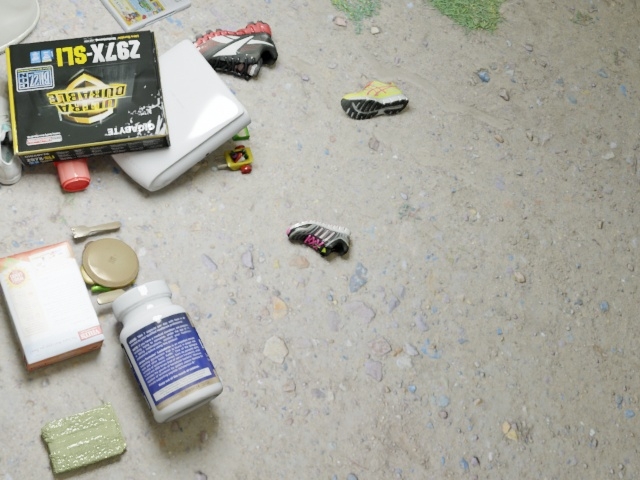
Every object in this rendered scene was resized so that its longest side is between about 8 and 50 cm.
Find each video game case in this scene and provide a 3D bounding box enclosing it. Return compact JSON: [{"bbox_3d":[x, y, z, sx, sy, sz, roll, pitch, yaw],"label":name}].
[{"bbox_3d":[-0.483,-0.661,2.036,0.206,0.026,0.227,-36,85,-32],"label":"video game case"}]

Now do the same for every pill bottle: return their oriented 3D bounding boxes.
[{"bbox_3d":[-0.321,0.226,1.617,0.153,0.153,0.265,-21,77,-29],"label":"pill bottle"}]

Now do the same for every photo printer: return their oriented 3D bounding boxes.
[{"bbox_3d":[-0.354,-0.282,1.814,0.307,0.107,0.256,-37,79,-6],"label":"photo printer"}]

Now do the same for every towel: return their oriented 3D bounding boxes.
[{"bbox_3d":[-0.466,0.392,1.554,0.148,0.027,0.110,-15,74,-29],"label":"towel"}]

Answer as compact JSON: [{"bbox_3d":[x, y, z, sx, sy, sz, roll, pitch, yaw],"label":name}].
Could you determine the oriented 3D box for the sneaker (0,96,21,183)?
[{"bbox_3d":[-0.687,-0.235,1.712,0.080,0.094,0.212,-9,70,-25],"label":"sneaker"}]

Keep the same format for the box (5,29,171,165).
[{"bbox_3d":[-0.504,-0.313,1.712,0.321,0.079,0.257,-8,74,-7],"label":"box"}]

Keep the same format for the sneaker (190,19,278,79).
[{"bbox_3d":[-0.224,-0.475,2.015,0.276,0.098,0.135,-22,74,-31],"label":"sneaker"}]

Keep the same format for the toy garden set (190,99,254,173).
[{"bbox_3d":[-0.284,-0.255,1.917,0.244,0.049,0.204,-9,71,-26],"label":"toy garden set"}]

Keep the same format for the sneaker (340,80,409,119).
[{"bbox_3d":[0.137,-0.392,2.149,0.208,0.081,0.094,-9,63,-33],"label":"sneaker"}]

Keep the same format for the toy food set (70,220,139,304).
[{"bbox_3d":[-0.463,0.052,1.712,0.132,0.038,0.192,-11,66,-34],"label":"toy food set"}]

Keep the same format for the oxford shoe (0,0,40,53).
[{"bbox_3d":[-0.837,-0.484,1.746,0.449,0.130,0.169,-25,76,-31],"label":"oxford shoe"}]

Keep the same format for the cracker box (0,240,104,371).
[{"bbox_3d":[-0.558,0.132,1.612,0.155,0.067,0.232,-17,73,-27],"label":"cracker box"}]

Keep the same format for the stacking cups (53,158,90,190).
[{"bbox_3d":[-0.580,-0.266,1.779,0.096,0.096,0.316,-13,76,-27],"label":"stacking cups"}]

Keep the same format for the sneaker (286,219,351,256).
[{"bbox_3d":[0.000,0.000,1.910,0.170,0.063,0.075,8,58,-25],"label":"sneaker"}]
